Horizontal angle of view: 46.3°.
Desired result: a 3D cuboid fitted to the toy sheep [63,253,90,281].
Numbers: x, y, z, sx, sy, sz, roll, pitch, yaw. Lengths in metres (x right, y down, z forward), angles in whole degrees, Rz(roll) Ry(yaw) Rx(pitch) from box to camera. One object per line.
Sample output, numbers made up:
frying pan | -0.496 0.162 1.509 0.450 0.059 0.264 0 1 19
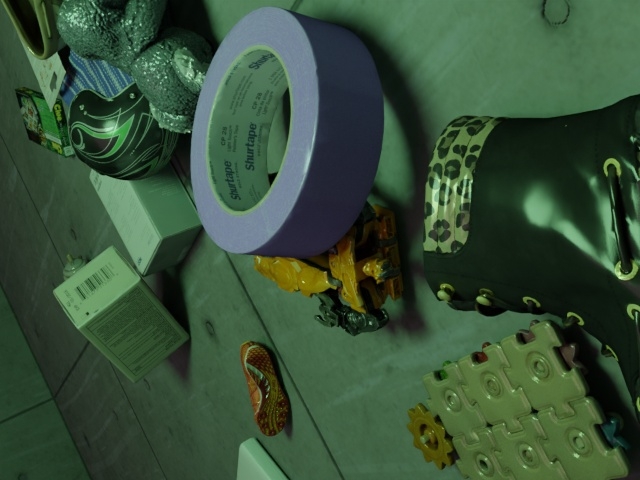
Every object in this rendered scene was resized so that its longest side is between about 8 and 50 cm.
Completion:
toy sheep | -0.616 0.087 1.915 0.091 0.091 0.132 21 145 49

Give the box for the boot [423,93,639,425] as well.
boot | 0.227 0.061 0.611 0.284 0.138 0.377 10 113 52

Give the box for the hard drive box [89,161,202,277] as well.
hard drive box | -0.326 -0.076 1.383 0.232 0.089 0.181 61 148 11

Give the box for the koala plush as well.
koala plush | -0.231 -0.265 1.054 0.221 0.203 0.196 55 148 -3

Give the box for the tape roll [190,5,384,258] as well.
tape roll | -0.048 -0.118 0.855 0.275 0.090 0.275 -10 78 54

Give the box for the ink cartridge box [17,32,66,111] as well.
ink cartridge box | -0.567 -0.410 1.558 0.181 0.056 0.225 -34 81 57

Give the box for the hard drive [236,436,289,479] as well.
hard drive | -0.057 0.546 1.423 0.307 0.040 0.203 42 140 34

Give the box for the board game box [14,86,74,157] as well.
board game box | -0.669 -0.288 1.810 0.259 0.030 0.136 24 126 47

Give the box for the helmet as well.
helmet | -0.309 -0.182 1.224 0.161 0.169 0.169 7 120 19

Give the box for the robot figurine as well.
robot figurine | 0.000 0.000 0.957 0.291 0.085 0.211 20 126 50

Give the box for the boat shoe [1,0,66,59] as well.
boat shoe | -0.509 -0.466 1.240 0.121 0.110 0.341 6 136 31

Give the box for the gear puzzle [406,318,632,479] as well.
gear puzzle | 0.199 0.205 0.836 0.175 0.044 0.339 64 148 12

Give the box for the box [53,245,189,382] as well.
box | -0.391 0.149 1.488 0.127 0.148 0.232 40 164 37

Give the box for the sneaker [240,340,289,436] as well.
sneaker | -0.096 0.254 1.295 0.067 0.064 0.175 -151 50 -71

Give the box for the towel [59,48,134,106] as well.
towel | -0.421 -0.295 1.432 0.243 0.040 0.336 58 147 13
